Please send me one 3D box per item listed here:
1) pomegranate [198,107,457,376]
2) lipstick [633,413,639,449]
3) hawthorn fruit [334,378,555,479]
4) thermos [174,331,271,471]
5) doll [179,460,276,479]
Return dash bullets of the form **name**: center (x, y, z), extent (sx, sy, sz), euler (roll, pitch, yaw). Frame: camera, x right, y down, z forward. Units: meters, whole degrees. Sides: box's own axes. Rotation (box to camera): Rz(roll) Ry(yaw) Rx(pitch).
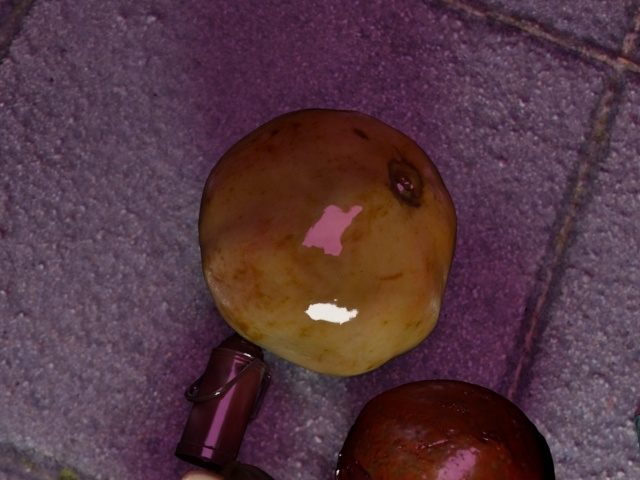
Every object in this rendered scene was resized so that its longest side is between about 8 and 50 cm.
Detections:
- **pomegranate**: center (0.000, 0.000, 1.882), extent (0.412, 0.411, 0.411), euler (1, 72, -4)
- **lipstick**: center (0.549, 0.419, 1.937), extent (0.068, 0.066, 0.317), euler (-4, 72, -7)
- **hawthorn fruit**: center (0.184, 0.336, 1.827), extent (0.316, 0.316, 0.316), euler (1, 72, -4)
- **thermos**: center (-0.138, 0.234, 1.930), extent (0.124, 0.099, 0.232), euler (33, 65, -33)
- **doll**: center (-0.119, 0.483, 1.762), extent (0.209, 0.318, 0.339), euler (3, 62, 28)
